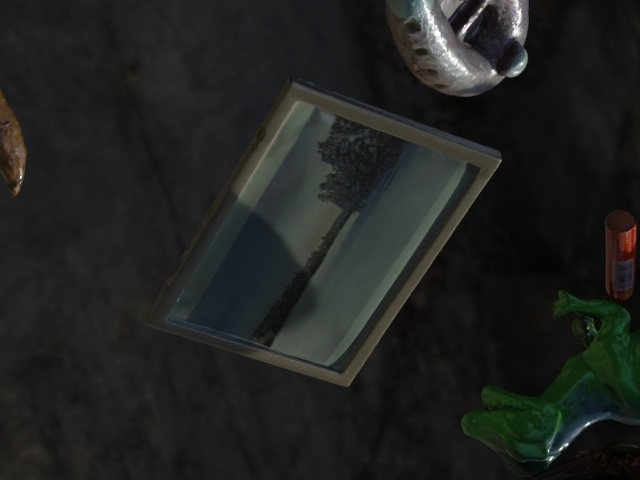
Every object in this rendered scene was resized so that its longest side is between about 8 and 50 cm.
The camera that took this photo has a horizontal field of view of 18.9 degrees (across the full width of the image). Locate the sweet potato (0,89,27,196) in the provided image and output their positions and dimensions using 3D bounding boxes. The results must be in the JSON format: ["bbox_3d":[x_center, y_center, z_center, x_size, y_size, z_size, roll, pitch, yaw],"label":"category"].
[{"bbox_3d":[-0.358,-0.182,1.804,0.072,0.066,0.314,7,-54,61],"label":"sweet potato"}]

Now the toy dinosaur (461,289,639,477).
[{"bbox_3d":[0.449,0.186,2.031,0.374,0.500,0.144,-47,152,-30],"label":"toy dinosaur"}]

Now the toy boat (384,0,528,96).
[{"bbox_3d":[0.149,-0.221,1.886,0.085,0.155,0.227,30,-12,29],"label":"toy boat"}]

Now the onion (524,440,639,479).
[{"bbox_3d":[0.281,0.330,1.684,0.341,0.341,0.341,55,23,-36],"label":"onion"}]

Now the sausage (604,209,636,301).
[{"bbox_3d":[0.320,0.022,2.046,0.129,0.034,0.034,79,5,-48],"label":"sausage"}]

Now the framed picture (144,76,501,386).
[{"bbox_3d":[0.000,0.000,1.701,0.213,0.289,0.016,19,33,-23],"label":"framed picture"}]
